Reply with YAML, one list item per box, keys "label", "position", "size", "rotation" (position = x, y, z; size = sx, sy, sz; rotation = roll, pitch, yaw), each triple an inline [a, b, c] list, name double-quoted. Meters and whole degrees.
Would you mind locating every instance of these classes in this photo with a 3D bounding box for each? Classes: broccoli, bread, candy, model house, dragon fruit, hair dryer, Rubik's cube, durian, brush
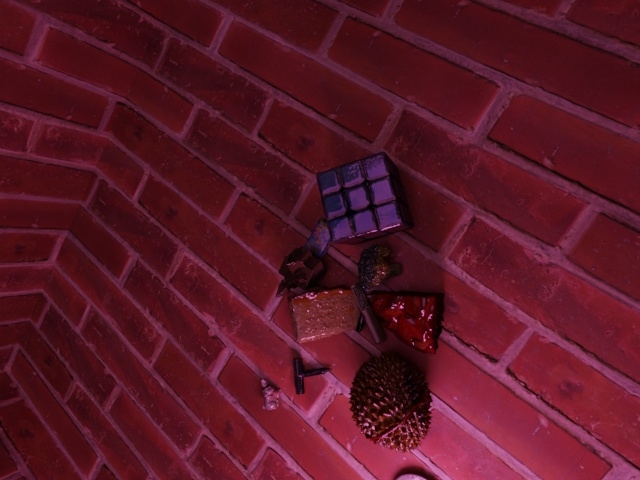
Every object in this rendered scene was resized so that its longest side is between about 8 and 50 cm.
- label: "broccoli"
  position: [0.258, 0.117, 1.740]
  size: [0.194, 0.194, 0.219]
  rotation: [16, 115, 24]
- label: "bread"
  position: [0.000, 0.332, 1.901]
  size: [0.316, 0.279, 0.248]
  rotation: [-8, 85, -18]
- label: "candy"
  position: [0.000, 0.000, 1.904]
  size: [0.097, 0.062, 0.194]
  rotation: [34, 103, 20]
- label: "model house"
  position: [-0.127, 0.161, 1.833]
  size: [0.181, 0.176, 0.248]
  rotation: [27, 65, 33]
- label: "dragon fruit"
  position: [0.328, 0.331, 1.658]
  size: [0.330, 0.228, 0.285]
  rotation: [9, 95, 23]
- label: "hair dryer"
  position: [-0.036, 0.656, 1.926]
  size: [0.195, 0.050, 0.173]
  rotation: [-4, 91, 22]
- label: "Rubik's cube"
  position: [0.194, -0.161, 1.674]
  size: [0.306, 0.304, 0.300]
  rotation: [-15, 83, 18]
- label: "durian"
  position: [0.288, 0.660, 1.636]
  size: [0.348, 0.348, 0.384]
  rotation: [-41, 42, 19]
- label: "brush"
  position: [0.211, 0.322, 1.775]
  size: [0.054, 0.048, 0.282]
  rotation: [-23, 83, 1]

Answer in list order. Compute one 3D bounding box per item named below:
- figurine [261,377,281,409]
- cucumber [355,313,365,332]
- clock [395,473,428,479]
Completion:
- label: "figurine"
  position: [-0.246, 0.766, 2.016]
  size: [0.098, 0.081, 0.146]
  rotation: [-2, 82, -18]
- label: "cucumber"
  position: [0.191, 0.350, 1.809]
  size: [0.033, 0.034, 0.134]
  rotation: [13, 76, 57]
- label: "clock"
  position: [0.413, 1.105, 1.702]
  size: [0.237, 0.053, 0.236]
  rotation: [-2, 86, 25]
